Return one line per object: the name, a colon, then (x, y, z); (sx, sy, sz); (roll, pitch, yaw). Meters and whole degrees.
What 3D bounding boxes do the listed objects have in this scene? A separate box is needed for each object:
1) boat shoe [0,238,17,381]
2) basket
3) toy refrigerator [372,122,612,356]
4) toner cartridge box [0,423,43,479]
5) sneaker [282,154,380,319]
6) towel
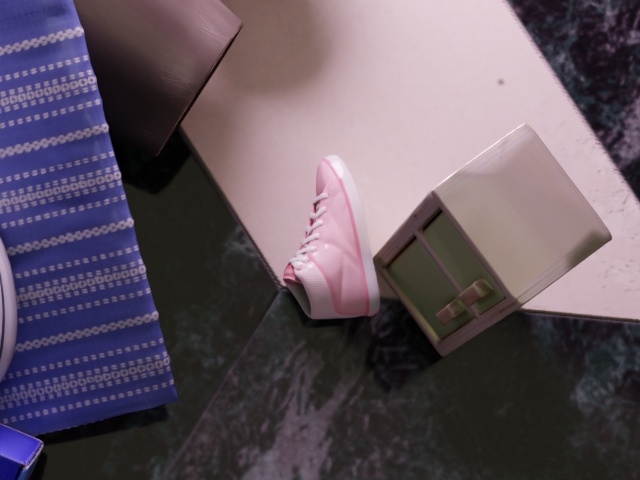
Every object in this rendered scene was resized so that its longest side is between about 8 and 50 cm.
boat shoe: (-0.317, -0.045, 1.210); (0.135, 0.156, 0.367); (-16, 98, 5)
basket: (-0.189, -0.177, 1.371); (0.227, 0.154, 0.204); (34, 96, -5)
toy refrigerator: (0.116, 0.009, 1.309); (0.094, 0.269, 0.102); (-35, 86, -13)
toner cartridge box: (-0.397, 0.162, 1.286); (0.347, 0.075, 0.165); (24, 98, -2)
sneaker: (0.000, 0.000, 1.407); (0.070, 0.051, 0.134); (-11, 84, -15)
towel: (-0.262, -0.013, 1.313); (0.243, 0.040, 0.336); (-13, 99, 5)
